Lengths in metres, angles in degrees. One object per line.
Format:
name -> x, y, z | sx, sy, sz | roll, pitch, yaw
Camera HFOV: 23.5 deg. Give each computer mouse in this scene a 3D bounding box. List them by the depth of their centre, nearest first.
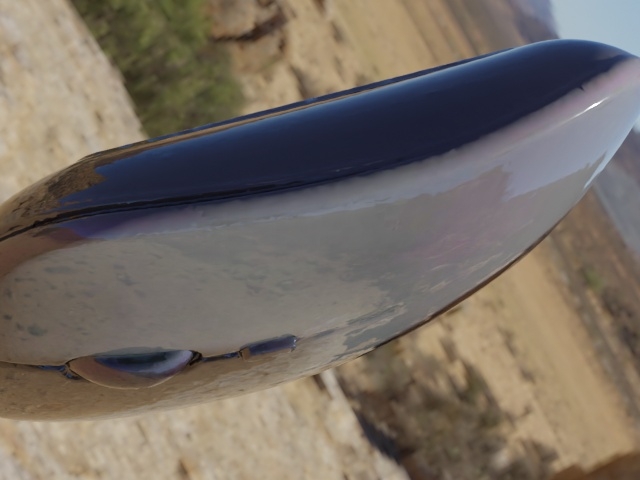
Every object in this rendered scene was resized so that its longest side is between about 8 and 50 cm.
computer mouse -> 0.001, 0.001, 0.458 | 0.057, 0.232, 0.120 | 62, -29, 23
